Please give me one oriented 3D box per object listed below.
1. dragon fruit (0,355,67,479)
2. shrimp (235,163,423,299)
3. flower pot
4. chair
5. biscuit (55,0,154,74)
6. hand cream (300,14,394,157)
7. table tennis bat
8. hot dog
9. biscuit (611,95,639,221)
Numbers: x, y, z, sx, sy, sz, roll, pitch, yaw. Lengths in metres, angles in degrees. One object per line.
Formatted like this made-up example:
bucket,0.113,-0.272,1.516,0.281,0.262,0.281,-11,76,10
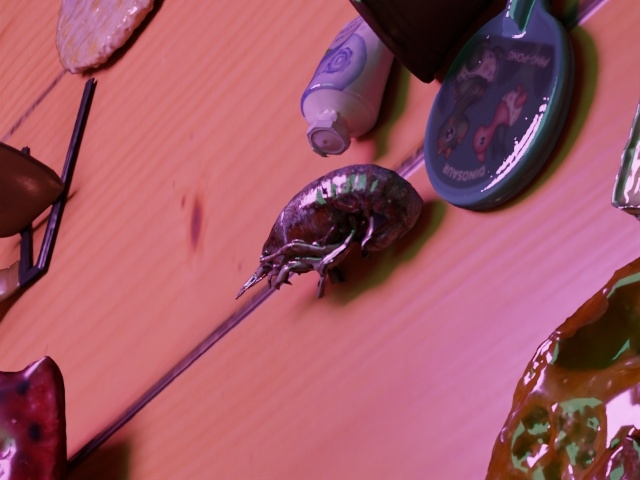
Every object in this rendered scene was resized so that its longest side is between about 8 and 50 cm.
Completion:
dragon fruit,-0.326,0.272,1.238,0.302,0.240,0.330,118,164,-45
shrimp,0.000,0.000,1.099,0.165,0.065,0.056,-41,5,44
flower pot,0.069,-0.170,1.087,0.089,0.111,0.111,-39,35,12
chair,-0.325,-0.048,1.556,0.172,0.159,0.246,-41,35,40
biscuit,-0.196,-0.259,1.636,0.220,0.033,0.219,-36,41,39
hand cream,0.022,-0.119,1.170,0.084,0.053,0.142,-30,34,47
table tennis bat,0.118,-0.114,1.025,0.124,0.033,0.201,10,81,58
hot dog,0.146,0.111,0.720,0.259,0.114,0.175,-64,28,1
biscuit,0.242,-0.071,0.773,0.250,0.046,0.147,1,70,57
